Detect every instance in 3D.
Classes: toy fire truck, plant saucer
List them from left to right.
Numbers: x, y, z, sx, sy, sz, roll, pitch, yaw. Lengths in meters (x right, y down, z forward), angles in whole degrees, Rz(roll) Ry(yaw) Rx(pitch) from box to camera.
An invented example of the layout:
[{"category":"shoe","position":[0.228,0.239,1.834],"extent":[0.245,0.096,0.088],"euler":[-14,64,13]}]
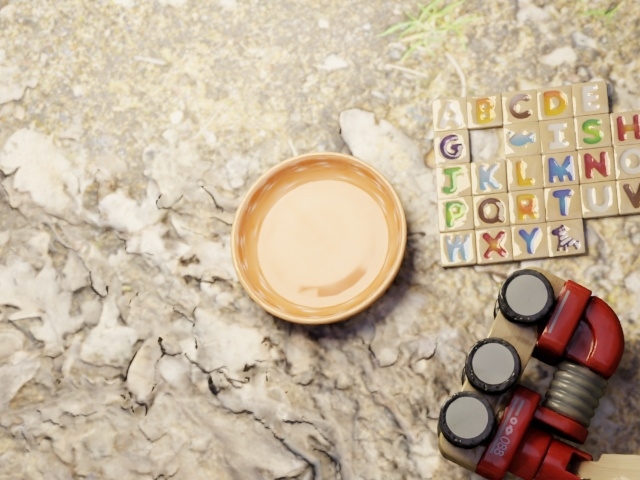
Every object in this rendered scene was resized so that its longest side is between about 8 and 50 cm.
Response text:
[{"category":"plant saucer","position":[0.000,0.000,2.061],"extent":[0.200,0.037,0.200],"euler":[-4,72,12]},{"category":"toy fire truck","position":[0.264,0.166,1.901],"extent":[0.246,0.158,0.217],"euler":[26,79,7]}]

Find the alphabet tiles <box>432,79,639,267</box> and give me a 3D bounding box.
[{"category":"alphabet tiles","position":[0.244,-0.075,2.045],"extent":[0.237,0.009,0.198],"euler":[-6,71,11]}]
